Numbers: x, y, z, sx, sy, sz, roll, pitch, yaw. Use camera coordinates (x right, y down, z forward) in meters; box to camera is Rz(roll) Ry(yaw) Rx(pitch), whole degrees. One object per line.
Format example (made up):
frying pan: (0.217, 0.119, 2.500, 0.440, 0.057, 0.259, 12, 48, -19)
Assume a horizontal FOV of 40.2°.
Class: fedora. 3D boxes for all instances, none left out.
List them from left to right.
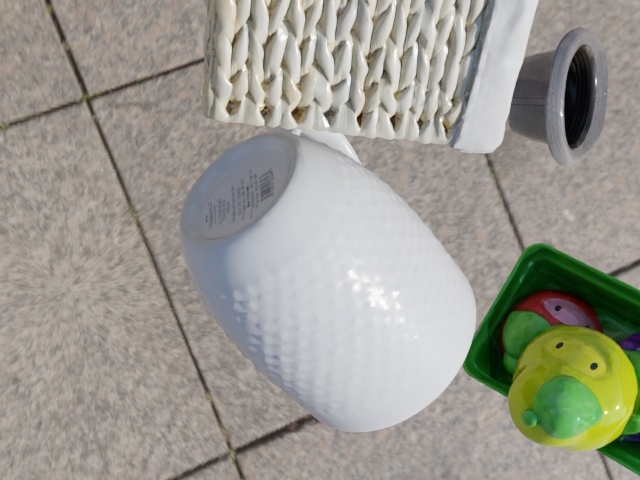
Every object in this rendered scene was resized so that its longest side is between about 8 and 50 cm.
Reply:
fedora: (0.417, -0.258, 1.577, 0.275, 0.124, 0.243, -30, 122, -51)

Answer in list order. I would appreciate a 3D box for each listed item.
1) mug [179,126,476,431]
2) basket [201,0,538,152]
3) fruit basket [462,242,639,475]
mug: (0.000, 0.000, 1.096, 0.328, 0.276, 0.374, 47, 36, -37)
basket: (0.035, -0.292, 0.777, 0.267, 0.328, 0.331, 2, 124, -7)
fruit basket: (0.398, 0.185, 1.290, 0.392, 0.392, 0.282, 33, 85, -12)
